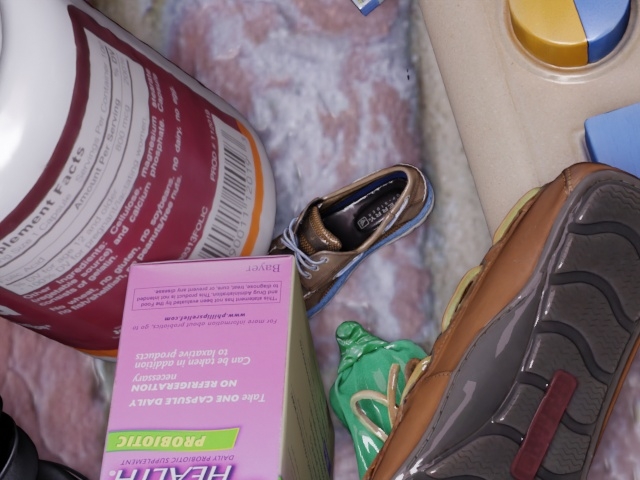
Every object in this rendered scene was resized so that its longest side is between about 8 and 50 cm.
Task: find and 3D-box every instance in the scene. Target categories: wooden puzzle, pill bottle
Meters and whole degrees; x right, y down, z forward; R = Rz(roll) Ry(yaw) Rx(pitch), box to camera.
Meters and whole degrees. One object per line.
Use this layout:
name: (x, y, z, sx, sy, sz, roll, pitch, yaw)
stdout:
wooden puzzle: (0.266, -0.125, 1.443, 0.348, 0.080, 0.322, -18, 73, 8)
pill bottle: (-0.215, -0.066, 1.355, 0.224, 0.392, 0.224, -10, 68, 26)

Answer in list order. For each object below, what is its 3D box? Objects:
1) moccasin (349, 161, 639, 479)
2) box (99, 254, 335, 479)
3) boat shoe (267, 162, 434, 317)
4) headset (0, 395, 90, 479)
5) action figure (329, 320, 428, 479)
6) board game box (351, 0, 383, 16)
moccasin: (0.105, 0.120, 1.331, 0.139, 0.147, 0.380, 24, 83, -15)
box: (-0.064, 0.170, 1.329, 0.117, 0.213, 0.243, -4, 50, 7)
boat shoe: (0.000, 0.000, 1.480, 0.183, 0.066, 0.066, -40, 71, 1)
headset: (-0.262, 0.206, 1.411, 0.185, 0.243, 0.394, -36, 50, -2)
action figure: (0.073, 0.158, 1.423, 0.137, 0.063, 0.232, -29, 78, 3)
board game box: (0.041, -0.237, 1.555, 0.090, 0.020, 0.090, -39, 71, 2)
